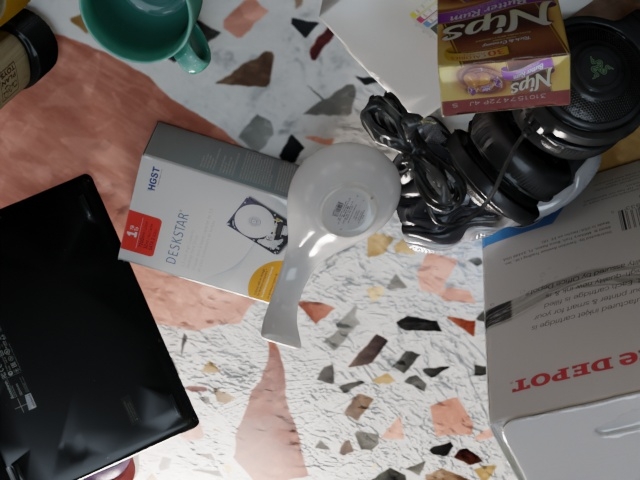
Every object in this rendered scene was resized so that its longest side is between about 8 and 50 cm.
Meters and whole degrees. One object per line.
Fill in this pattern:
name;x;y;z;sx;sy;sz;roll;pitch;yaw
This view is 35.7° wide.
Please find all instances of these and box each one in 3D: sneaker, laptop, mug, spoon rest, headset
sneaker;0.198;-0.091;1.225;0.269;0.101;0.153;-23;118;21
laptop;-0.437;0.161;1.447;0.408;0.236;0.381;-24;93;-6
mug;-0.198;-0.271;1.143;0.130;0.097;0.157;-2;128;8
spoon rest;0.000;0.000;1.241;0.137;0.084;0.276;20;112;-19
headset;0.208;-0.135;1.020;0.185;0.394;0.243;48;137;8

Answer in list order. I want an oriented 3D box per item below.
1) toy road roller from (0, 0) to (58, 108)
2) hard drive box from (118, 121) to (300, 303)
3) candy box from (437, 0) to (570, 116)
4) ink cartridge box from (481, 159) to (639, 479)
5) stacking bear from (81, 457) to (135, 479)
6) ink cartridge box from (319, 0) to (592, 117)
toy road roller;-0.462;-0.276;1.117;0.241;0.202;0.329;13;130;12
hard drive box;-0.133;-0.032;1.323;0.232;0.089;0.181;17;127;-5
candy box;0.160;-0.182;0.889;0.109;0.186;0.053;-4;128;9
ink cartridge box;0.349;0.093;1.160;0.286;0.395;0.166;-17;123;20
stacking bear;-0.363;0.253;1.536;0.164;0.175;0.289;-3;120;-17
ink cartridge box;0.141;-0.279;1.044;0.233;0.171;0.168;-34;117;28
